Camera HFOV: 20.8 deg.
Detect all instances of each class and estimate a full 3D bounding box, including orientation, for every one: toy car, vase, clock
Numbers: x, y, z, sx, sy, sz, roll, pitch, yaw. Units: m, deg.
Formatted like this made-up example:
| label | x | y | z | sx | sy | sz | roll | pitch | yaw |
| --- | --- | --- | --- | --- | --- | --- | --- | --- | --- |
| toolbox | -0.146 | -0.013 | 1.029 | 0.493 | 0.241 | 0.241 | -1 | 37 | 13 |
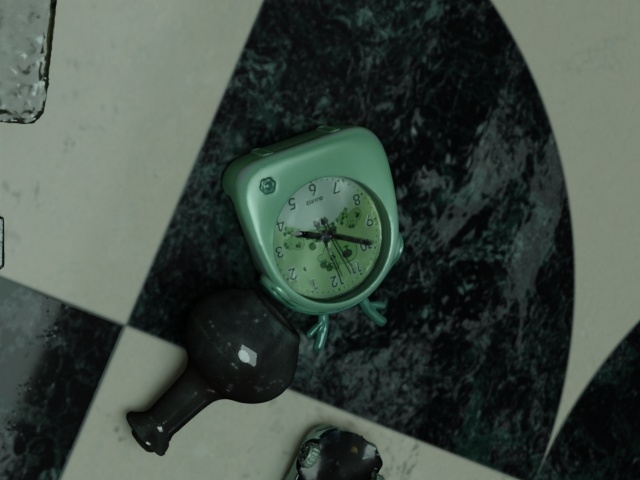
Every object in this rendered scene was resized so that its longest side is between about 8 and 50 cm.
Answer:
| label | x | y | z | sx | sy | sz | roll | pitch | yaw |
| --- | --- | --- | --- | --- | --- | --- | --- | --- | --- |
| toy car | -0.011 | 0.284 | 1.756 | 0.095 | 0.056 | 0.205 | 27 | 90 | -24 |
| vase | -0.107 | 0.131 | 1.669 | 0.183 | 0.120 | 0.120 | -45 | 112 | 3 |
| clock | 0.000 | 0.000 | 1.714 | 0.159 | 0.066 | 0.211 | -18 | 105 | -20 |

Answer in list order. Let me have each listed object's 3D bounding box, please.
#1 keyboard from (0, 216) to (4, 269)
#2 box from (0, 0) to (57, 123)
| label | x | y | z | sx | sy | sz | roll | pitch | yaw |
| --- | --- | --- | --- | --- | --- | --- | --- | --- | --- |
| keyboard | -0.364 | 0.004 | 1.589 | 0.155 | 0.010 | 0.053 | -1 | 99 | -23 |
| box | -0.326 | -0.245 | 1.498 | 0.184 | 0.143 | 0.273 | 4 | 97 | -24 |
